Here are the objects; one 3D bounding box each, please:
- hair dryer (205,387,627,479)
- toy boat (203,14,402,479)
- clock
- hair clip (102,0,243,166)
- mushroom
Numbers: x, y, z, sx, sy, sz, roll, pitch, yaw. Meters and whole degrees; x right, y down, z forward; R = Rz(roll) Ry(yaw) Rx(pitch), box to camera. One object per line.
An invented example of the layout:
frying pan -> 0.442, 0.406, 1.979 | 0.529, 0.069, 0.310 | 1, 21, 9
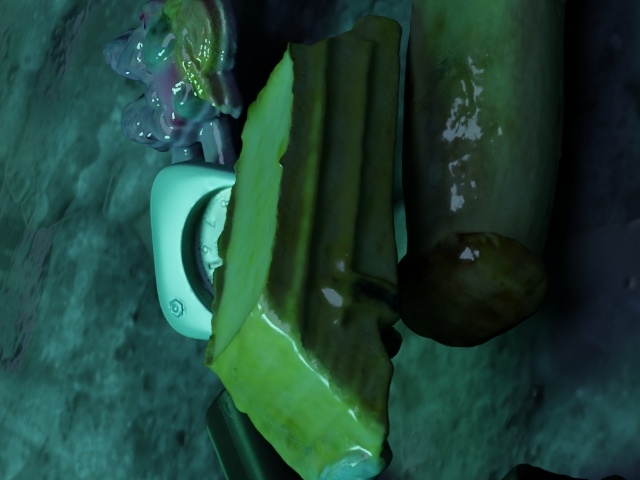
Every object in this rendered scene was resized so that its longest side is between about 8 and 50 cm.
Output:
hair dryer -> 0.025, 0.148, 1.074 | 0.244, 0.116, 0.302 | -49, 42, 18
toy boat -> -0.006, 0.000, 1.060 | 0.111, 0.084, 0.276 | 124, 154, -53
clock -> -0.032, 0.006, 1.182 | 0.147, 0.045, 0.108 | 4, 104, 34
hair clip -> -0.084, -0.149, 1.268 | 0.137, 0.090, 0.278 | -7, 72, 47
mushroom -> 0.092, -0.094, 1.095 | 0.100, 0.081, 0.312 | -10, 67, 38
